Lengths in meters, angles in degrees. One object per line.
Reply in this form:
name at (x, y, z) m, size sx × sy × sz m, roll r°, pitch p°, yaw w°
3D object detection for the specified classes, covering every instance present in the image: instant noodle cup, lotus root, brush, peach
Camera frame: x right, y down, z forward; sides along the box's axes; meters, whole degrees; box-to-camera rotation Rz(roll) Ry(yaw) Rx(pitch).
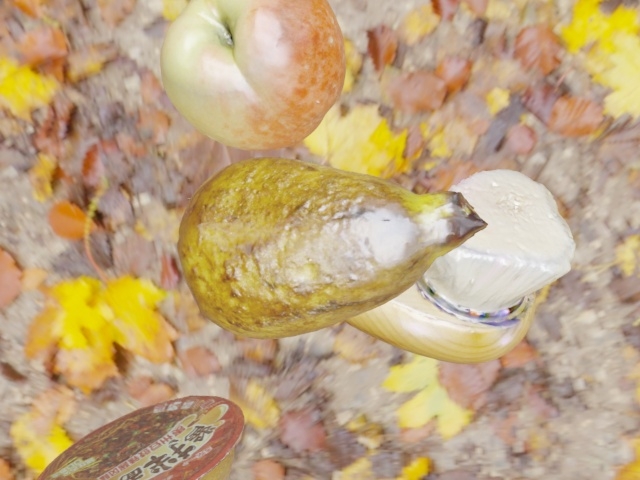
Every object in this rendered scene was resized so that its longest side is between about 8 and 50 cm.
instant noodle cup at (-0.203, 0.290, 1.740) m, size 0.274 × 0.274 × 0.091 m, roll -22°, pitch 109°, yaw -7°
lotus root at (0.000, 0.000, 0.862) m, size 0.190 × 0.094 × 0.108 m, roll -8°, pitch 93°, yaw 36°
brush at (0.126, 0.023, 1.618) m, size 0.266 × 0.166 × 0.174 m, roll 4°, pitch 47°, yaw -15°
peach at (-0.069, -0.206, 1.745) m, size 0.232 × 0.232 × 0.233 m, roll 1°, pitch 81°, yaw -3°
